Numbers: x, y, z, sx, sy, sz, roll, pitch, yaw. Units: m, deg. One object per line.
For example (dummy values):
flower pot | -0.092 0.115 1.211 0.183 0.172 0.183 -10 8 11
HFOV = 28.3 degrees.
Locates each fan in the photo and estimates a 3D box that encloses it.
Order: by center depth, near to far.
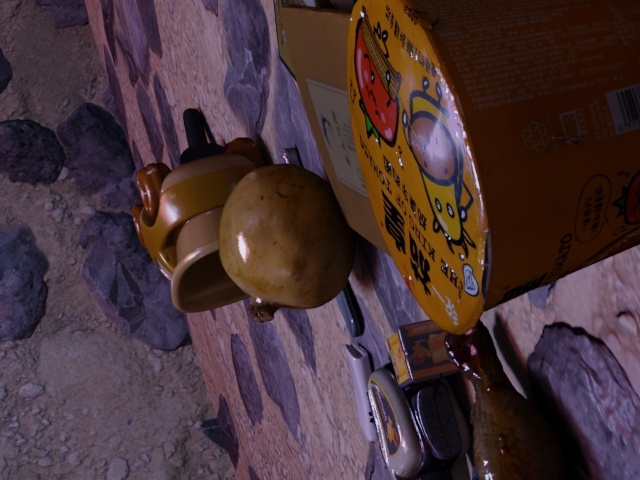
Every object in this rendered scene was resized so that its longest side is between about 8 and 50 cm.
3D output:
fan | 0.000 0.000 1.692 0.057 0.023 0.282 85 165 -67

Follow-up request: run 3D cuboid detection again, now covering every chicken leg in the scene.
chicken leg | 0.179 0.227 1.120 0.177 0.083 0.323 -127 22 -82

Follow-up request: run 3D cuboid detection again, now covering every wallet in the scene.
wallet | 0.056 0.199 1.670 0.061 0.025 0.122 -147 43 -67

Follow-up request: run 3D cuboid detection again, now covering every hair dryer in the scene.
hair dryer | -0.211 -0.142 2.298 0.197 0.089 0.251 88 170 -50

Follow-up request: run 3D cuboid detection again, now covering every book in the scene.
book | 0.040 -0.105 1.278 0.389 0.032 0.269 -135 26 -72

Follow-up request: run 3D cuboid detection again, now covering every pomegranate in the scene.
pomegranate | -0.045 0.007 1.540 0.196 0.196 0.196 165 90 -76

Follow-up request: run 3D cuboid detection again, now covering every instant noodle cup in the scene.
instant noodle cup | 0.129 -0.067 0.789 0.216 0.172 0.216 165 90 -77

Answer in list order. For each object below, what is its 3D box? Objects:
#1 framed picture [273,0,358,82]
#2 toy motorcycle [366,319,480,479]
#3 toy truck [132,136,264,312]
framed picture | -0.005 -0.247 1.470 0.324 0.013 0.244 -121 20 -50
toy motorcycle | 0.122 0.225 1.307 0.157 0.091 0.263 124 132 -66
toy truck | -0.166 -0.024 1.943 0.288 0.204 0.212 109 141 -64
